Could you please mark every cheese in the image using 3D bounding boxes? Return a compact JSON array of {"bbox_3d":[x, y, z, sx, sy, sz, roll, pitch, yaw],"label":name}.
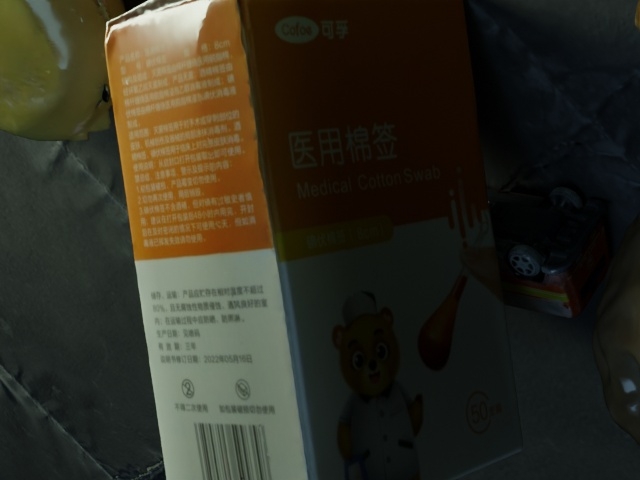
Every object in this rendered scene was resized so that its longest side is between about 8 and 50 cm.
[{"bbox_3d":[-0.287,-0.218,1.139,0.316,0.128,0.259,45,141,-2],"label":"cheese"}]

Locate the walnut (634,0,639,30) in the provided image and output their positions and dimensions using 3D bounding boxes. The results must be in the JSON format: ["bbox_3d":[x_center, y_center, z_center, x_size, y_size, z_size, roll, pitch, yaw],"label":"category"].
[{"bbox_3d":[0.269,-0.121,0.711,0.207,0.116,0.116,14,133,37],"label":"walnut"}]

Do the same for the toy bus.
[{"bbox_3d":[0.130,0.004,0.991,0.174,0.079,0.077,11,139,38],"label":"toy bus"}]

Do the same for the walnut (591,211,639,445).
[{"bbox_3d":[0.293,0.062,0.756,0.273,0.273,0.227,-44,48,53],"label":"walnut"}]

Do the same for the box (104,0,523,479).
[{"bbox_3d":[0.000,0.000,0.885,0.143,0.225,0.341,-4,95,43],"label":"box"}]
